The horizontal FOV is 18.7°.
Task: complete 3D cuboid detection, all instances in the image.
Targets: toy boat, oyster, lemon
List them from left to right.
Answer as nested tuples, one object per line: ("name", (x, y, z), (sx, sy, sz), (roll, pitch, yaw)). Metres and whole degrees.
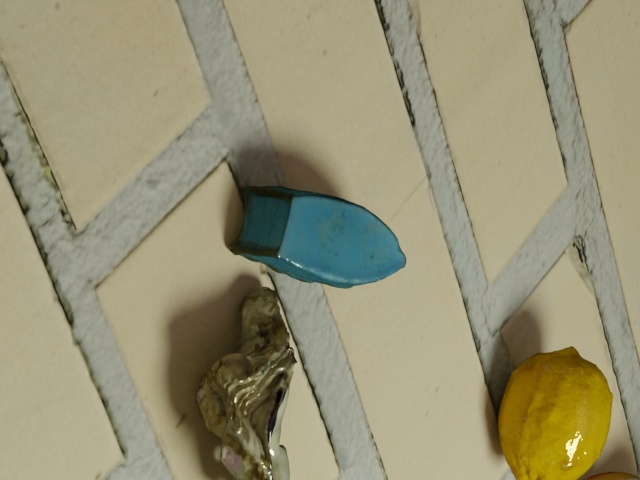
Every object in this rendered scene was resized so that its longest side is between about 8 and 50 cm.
("oyster", (-0.057, 0.132, 1.583), (0.163, 0.081, 0.191), (83, 16, -61))
("toy boat", (0.000, 0.000, 1.633), (0.185, 0.077, 0.075), (14, 87, -45))
("lemon", (0.233, 0.181, 1.938), (0.114, 0.114, 0.155), (10, 91, -54))

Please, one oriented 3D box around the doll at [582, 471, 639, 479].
("doll", (0.342, 0.348, 2.088), (0.269, 0.162, 0.167), (21, 50, -48))
